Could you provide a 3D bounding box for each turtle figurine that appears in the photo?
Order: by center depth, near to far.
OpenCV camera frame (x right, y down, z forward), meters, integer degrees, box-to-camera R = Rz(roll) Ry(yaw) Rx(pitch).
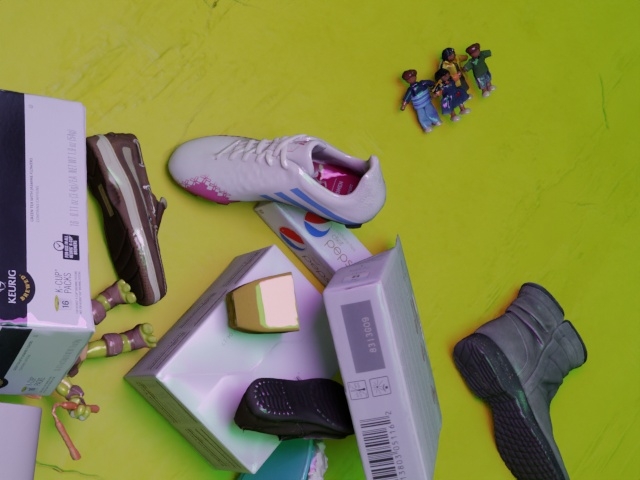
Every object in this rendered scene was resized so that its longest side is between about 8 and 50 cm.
[{"bbox_3d":[-0.338,0.157,1.551,0.217,0.087,0.269,-26,75,-34],"label":"turtle figurine"}]

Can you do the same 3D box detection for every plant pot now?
[{"bbox_3d":[-0.083,0.090,1.544,0.083,0.081,0.081,-6,85,-18],"label":"plant pot"}]

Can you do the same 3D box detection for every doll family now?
[{"bbox_3d":[0.215,-0.269,1.919,0.193,0.076,0.111,-43,122,-31],"label":"doll family"}]

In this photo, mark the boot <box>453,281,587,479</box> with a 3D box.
[{"bbox_3d":[0.386,0.256,1.919,0.223,0.118,0.338,-32,102,-33],"label":"boot"}]

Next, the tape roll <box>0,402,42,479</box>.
[{"bbox_3d":[-0.473,0.278,1.377,0.246,0.246,0.169,11,77,-26],"label":"tape roll"}]

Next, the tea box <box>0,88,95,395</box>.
[{"bbox_3d":[-0.466,-0.003,1.385,0.324,0.220,0.329,5,60,-26],"label":"tea box"}]

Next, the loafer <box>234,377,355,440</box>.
[{"bbox_3d":[-0.032,0.236,1.556,0.220,0.078,0.080,19,44,-40],"label":"loafer"}]

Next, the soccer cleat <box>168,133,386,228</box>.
[{"bbox_3d":[-0.063,-0.114,1.645,0.331,0.143,0.116,12,59,6],"label":"soccer cleat"}]

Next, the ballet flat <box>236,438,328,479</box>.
[{"bbox_3d":[-0.093,0.466,1.638,0.147,0.147,0.409,34,72,-20],"label":"ballet flat"}]

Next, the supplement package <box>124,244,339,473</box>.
[{"bbox_3d":[-0.110,0.174,1.642,0.204,0.145,0.262,48,65,-14],"label":"supplement package"}]

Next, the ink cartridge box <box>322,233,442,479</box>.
[{"bbox_3d":[0.100,0.172,1.672,0.091,0.385,0.308,-13,98,10],"label":"ink cartridge box"}]

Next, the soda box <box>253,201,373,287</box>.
[{"bbox_3d":[0.000,0.000,1.767,0.216,0.074,0.069,47,64,-14],"label":"soda box"}]

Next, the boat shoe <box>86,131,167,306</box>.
[{"bbox_3d":[-0.259,-0.037,1.626,0.095,0.095,0.257,-18,91,-35],"label":"boat shoe"}]
